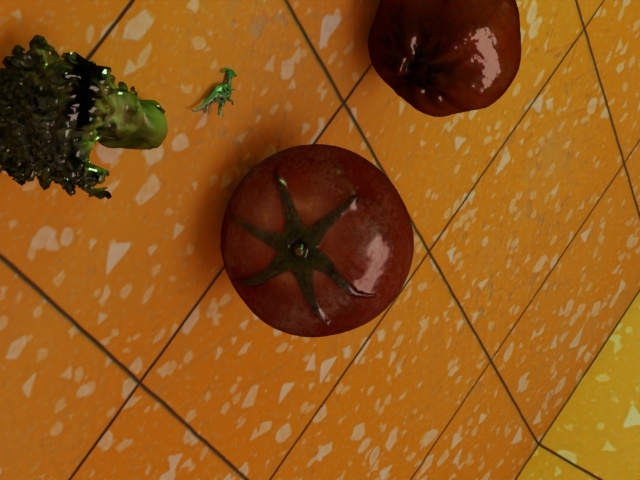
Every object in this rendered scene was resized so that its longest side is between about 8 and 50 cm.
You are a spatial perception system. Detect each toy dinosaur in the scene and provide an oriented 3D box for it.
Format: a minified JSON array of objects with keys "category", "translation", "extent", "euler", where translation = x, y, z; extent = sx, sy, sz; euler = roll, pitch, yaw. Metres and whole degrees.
[{"category":"toy dinosaur","translation":[-0.132,-0.191,2.043],"extent":[0.083,0.021,0.062],"euler":[-4,111,-60]}]

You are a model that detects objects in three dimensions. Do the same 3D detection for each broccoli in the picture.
[{"category":"broccoli","translation":[-0.259,-0.138,1.808],"extent":[0.304,0.145,0.165],"euler":[-4,108,-68]}]

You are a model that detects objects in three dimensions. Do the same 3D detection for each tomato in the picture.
[{"category":"tomato","translation":[0.000,0.000,2.176],"extent":[0.265,0.265,0.265],"euler":[-37,143,-36]}]

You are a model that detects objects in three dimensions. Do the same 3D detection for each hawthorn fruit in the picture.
[{"category":"hawthorn fruit","translation":[0.190,-0.305,2.267],"extent":[0.261,0.224,0.224],"euler":[-54,154,-45]}]
